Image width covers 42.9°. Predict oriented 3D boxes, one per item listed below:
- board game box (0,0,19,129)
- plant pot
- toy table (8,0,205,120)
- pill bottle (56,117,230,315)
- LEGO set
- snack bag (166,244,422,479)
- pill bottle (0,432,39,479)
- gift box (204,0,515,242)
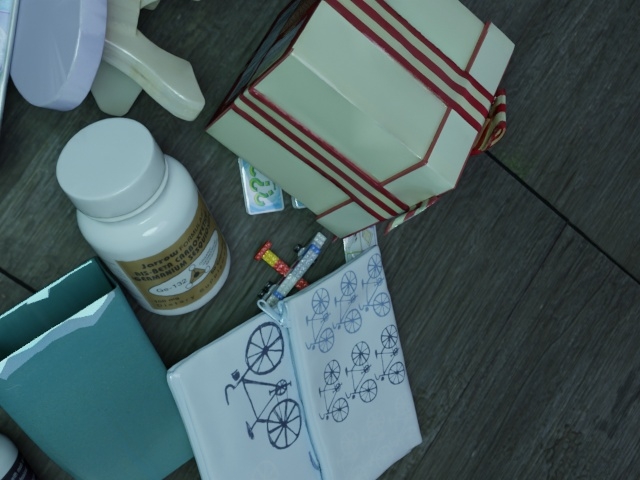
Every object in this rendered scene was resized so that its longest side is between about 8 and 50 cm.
[{"bbox_3d":[-0.499,-0.275,0.798,0.390,0.050,0.389,9,92,-4],"label":"board game box"},{"bbox_3d":[-0.255,0.173,0.933,0.166,0.165,0.234,-33,111,-15],"label":"plant pot"},{"bbox_3d":[-0.227,-0.243,0.864,0.161,0.252,0.274,8,59,-42],"label":"toy table"},{"bbox_3d":[-0.190,-0.023,0.892,0.131,0.131,0.229,-40,149,-13],"label":"pill bottle"},{"bbox_3d":[0.000,0.000,1.062,0.183,0.060,0.244,-8,94,-19],"label":"LEGO set"},{"bbox_3d":[-0.016,0.212,1.009,0.343,0.037,0.322,-28,115,-36],"label":"snack bag"},{"bbox_3d":[-0.373,0.339,0.889,0.182,0.181,0.322,-31,104,-15],"label":"pill bottle"},{"bbox_3d":[0.043,-0.147,0.947,0.258,0.255,0.276,35,65,-18],"label":"gift box"}]
